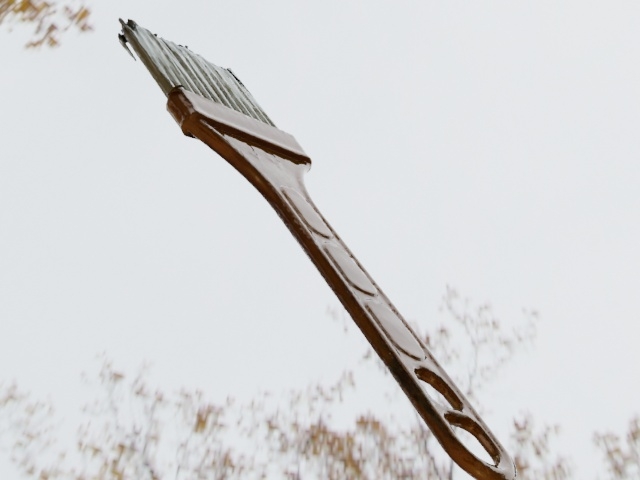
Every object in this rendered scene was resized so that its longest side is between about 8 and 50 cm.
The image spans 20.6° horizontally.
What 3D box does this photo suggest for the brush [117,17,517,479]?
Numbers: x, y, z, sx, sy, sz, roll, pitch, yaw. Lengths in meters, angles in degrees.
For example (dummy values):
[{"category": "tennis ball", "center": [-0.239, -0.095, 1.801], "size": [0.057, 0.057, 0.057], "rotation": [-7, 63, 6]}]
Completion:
[{"category": "brush", "center": [0.000, 0.000, 0.800], "size": [0.090, 0.314, 0.017], "rotation": [18, -63, -46]}]
